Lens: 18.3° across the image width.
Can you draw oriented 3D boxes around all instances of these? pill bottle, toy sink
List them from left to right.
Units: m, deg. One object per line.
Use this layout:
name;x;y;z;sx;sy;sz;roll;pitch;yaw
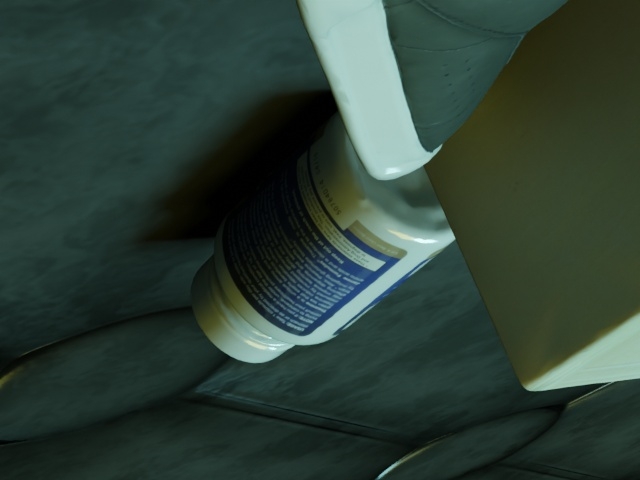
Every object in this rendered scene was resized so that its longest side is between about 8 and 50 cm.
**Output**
pill bottle;0.000;0.000;0.781;0.067;0.067;0.120;-5;154;-41
toy sink;0.150;-0.074;0.620;0.131;0.152;0.234;-3;152;-44

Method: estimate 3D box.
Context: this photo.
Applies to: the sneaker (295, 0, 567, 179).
sneaker;0.064;-0.091;0.491;0.147;0.104;0.296;-16;171;3
